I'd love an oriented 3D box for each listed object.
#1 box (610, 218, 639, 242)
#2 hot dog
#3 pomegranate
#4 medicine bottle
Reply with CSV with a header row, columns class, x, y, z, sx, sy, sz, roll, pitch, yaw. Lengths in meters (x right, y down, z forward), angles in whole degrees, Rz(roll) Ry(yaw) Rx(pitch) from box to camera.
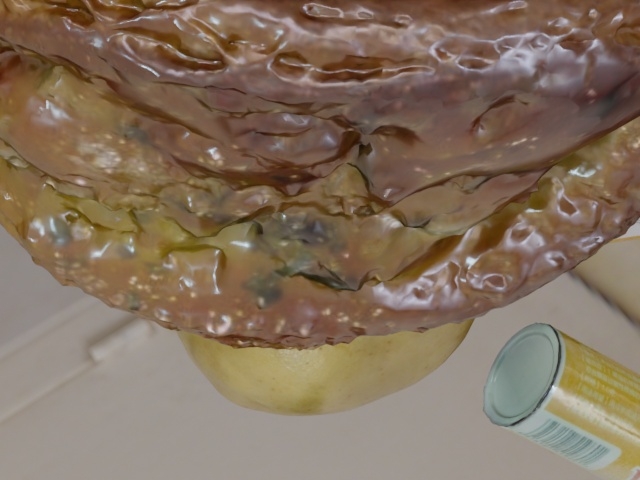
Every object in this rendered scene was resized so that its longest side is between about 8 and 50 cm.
class,x,y,z,sx,sy,sz,roll,pitch,yaw
box,0.246,-0.149,1.741,0.259,0.283,0.214,105,149,-46
hot dog,0.002,-0.066,0.885,0.387,0.174,0.267,3,149,-3
pomegranate,0.001,0.002,1.190,0.233,0.233,0.233,23,128,33
medicine bottle,0.327,0.193,1.517,0.426,0.108,0.108,29,147,-26
